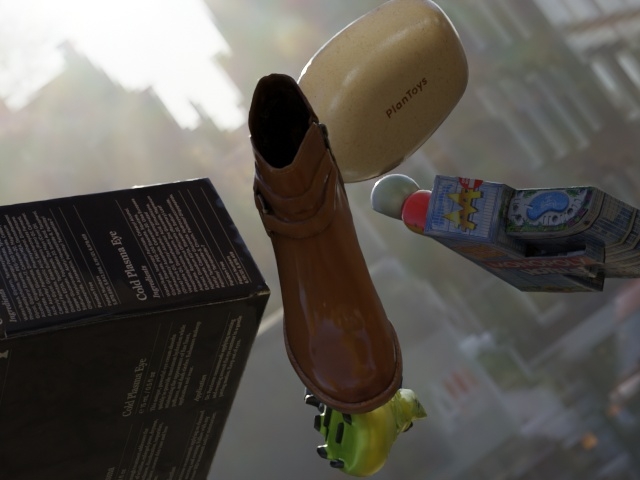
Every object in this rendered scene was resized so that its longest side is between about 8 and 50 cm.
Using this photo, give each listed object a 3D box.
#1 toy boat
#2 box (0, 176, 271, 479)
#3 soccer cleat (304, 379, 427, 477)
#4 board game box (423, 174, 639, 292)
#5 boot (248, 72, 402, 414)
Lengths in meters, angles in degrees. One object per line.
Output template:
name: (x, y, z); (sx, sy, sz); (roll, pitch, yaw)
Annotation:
toy boat: (0.076, -0.132, 2.415); (0.267, 0.318, 0.148); (-38, 36, -19)
box: (-0.259, 0.126, 2.078); (0.312, 0.179, 0.343); (-9, -40, -28)
soccer cleat: (0.054, 0.165, 1.956); (0.289, 0.121, 0.093); (-115, 36, -79)
board game box: (0.199, -0.005, 1.785); (0.194, 0.060, 0.194); (21, -15, -40)
boot: (0.000, 0.000, 1.824); (0.109, 0.283, 0.220); (-11, -39, 1)
